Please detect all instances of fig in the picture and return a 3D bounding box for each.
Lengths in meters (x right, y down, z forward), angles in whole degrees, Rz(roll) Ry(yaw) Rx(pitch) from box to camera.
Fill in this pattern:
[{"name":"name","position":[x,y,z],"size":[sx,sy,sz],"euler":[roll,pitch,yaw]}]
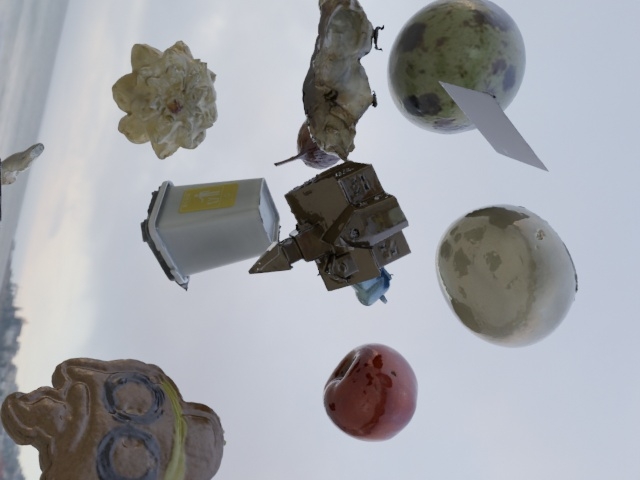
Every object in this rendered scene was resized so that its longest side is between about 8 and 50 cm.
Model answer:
[{"name":"fig","position":[-0.026,-0.241,1.712],"size":[0.134,0.201,0.146],"euler":[12,-64,34]}]

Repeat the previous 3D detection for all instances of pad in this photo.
[{"name":"pad","position":[0.361,-0.237,1.375],"size":[0.009,0.265,0.159],"euler":[-53,-142,-1]}]

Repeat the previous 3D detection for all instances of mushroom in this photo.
[{"name":"mushroom","position":[-0.694,-0.178,1.539],"size":[0.202,0.054,0.059],"euler":[-20,-132,37]}]

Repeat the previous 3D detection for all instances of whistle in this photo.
[{"name":"whistle","position":[0.056,0.034,1.407],"size":[0.093,0.269,0.180],"euler":[-45,-170,-8]}]

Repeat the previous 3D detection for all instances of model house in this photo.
[{"name":"model house","position":[0.000,0.000,1.060],"size":[0.180,0.248,0.176],"euler":[64,-9,-11]}]

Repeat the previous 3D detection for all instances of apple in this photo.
[{"name":"apple","position":[0.138,0.401,1.757],"size":[0.260,0.216,0.260],"euler":[-52,-175,7]}]

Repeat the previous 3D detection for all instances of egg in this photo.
[{"name":"egg","position":[0.342,-0.451,1.754],"size":[0.428,0.345,0.345],"euler":[171,-70,-71]}]

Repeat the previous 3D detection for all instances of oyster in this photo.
[{"name":"oyster","position":[0.040,-0.323,1.308],"size":[0.198,0.133,0.336],"euler":[31,-62,59]}]

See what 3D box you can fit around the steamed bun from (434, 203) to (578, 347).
[{"name":"steamed bun","position":[0.377,0.082,1.428],"size":[0.324,0.206,0.324],"euler":[55,-18,27]}]

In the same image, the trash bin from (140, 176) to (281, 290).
[{"name":"trash bin","position":[-0.313,-0.031,2.006],"size":[0.255,0.368,0.296],"euler":[-88,164,-49]}]

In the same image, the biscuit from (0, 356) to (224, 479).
[{"name":"biscuit","position":[-0.257,0.240,0.861],"size":[0.041,0.290,0.208],"euler":[-50,-146,35]}]

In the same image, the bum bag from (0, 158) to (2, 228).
[{"name":"bum bag","position":[-0.660,-0.104,1.344],"size":[0.109,0.026,0.159],"euler":[161,-74,-70]}]

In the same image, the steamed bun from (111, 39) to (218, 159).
[{"name":"steamed bun","position":[-0.369,-0.362,1.665],"size":[0.137,0.295,0.292],"euler":[10,-54,57]}]

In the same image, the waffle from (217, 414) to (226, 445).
[{"name":"waffle","position":[-0.371,0.572,1.915],"size":[0.051,0.194,0.149],"euler":[71,-1,-76]}]
